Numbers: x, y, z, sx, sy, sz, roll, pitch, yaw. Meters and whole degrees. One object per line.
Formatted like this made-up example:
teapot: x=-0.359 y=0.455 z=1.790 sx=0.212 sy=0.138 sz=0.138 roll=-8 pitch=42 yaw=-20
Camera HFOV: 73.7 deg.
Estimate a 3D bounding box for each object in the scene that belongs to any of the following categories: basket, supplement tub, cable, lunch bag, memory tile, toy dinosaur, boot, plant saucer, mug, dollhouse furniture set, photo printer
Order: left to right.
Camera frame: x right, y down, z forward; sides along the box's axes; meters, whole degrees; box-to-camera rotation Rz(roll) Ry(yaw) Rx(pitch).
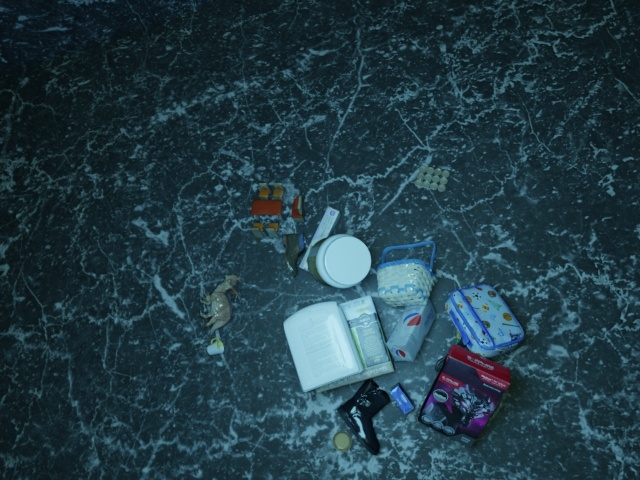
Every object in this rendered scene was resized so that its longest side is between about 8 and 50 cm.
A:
mug: x=-0.496 y=0.504 z=2.008 sx=0.064 sy=0.078 sz=0.062 roll=-22 pitch=106 yaw=13
toy dinosaur: x=-0.461 y=0.309 z=2.020 sx=0.200 sy=0.127 sz=0.296 roll=0 pitch=92 yaw=-26
dollhouse furniture set: x=-0.207 y=-0.156 z=2.049 sx=0.259 sy=0.135 sz=0.262 roll=1 pitch=65 yaw=11
boot: x=-0.113 y=0.062 z=2.032 sx=0.106 sy=0.082 sz=0.219 roll=-16 pitch=72 yaw=9
photo printer: x=0.002 y=0.405 z=1.682 sx=0.256 sy=0.107 sz=0.308 roll=-23 pitch=72 yaw=6
supplement tub: x=0.077 y=0.090 z=1.843 sx=0.228 sy=0.316 sz=0.228 roll=1 pitch=87 yaw=-12
plant saucer: x=0.093 y=0.858 z=1.828 sx=0.083 sy=0.015 sz=0.083 roll=-3 pitch=75 yaw=10
boot: x=0.218 y=0.734 z=1.794 sx=0.207 sy=0.094 sz=0.246 roll=-43 pitch=67 yaw=2
basket: x=0.368 y=0.139 z=1.856 sx=0.254 sy=0.201 sz=0.289 roll=-11 pitch=54 yaw=38
memory tile: x=0.533 y=-0.296 z=2.043 sx=0.148 sy=0.012 sz=0.113 roll=14 pitch=79 yaw=14
cable: x=0.604 y=0.461 z=1.831 sx=0.139 sy=0.072 sz=0.287 roll=30 pitch=96 yaw=-4
lunch bag: x=0.660 y=0.329 z=1.738 sx=0.243 sy=0.115 sz=0.303 roll=-7 pitch=49 yaw=-19

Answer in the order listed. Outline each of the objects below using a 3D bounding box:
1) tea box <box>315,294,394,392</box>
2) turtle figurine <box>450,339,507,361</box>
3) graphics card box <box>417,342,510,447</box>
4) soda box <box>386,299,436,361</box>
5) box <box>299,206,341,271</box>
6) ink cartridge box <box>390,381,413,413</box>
tea box: x=0.113 y=0.440 z=1.823 sx=0.329 sy=0.220 sz=0.324 roll=-17 pitch=73 yaw=6
turtle figurine: x=0.640 y=0.497 z=1.739 sx=0.234 sy=0.118 sz=0.175 roll=17 pitch=53 yaw=-3
graphics card box: x=0.552 y=0.609 z=1.669 sx=0.232 sy=0.094 sz=0.371 roll=23 pitch=119 yaw=14
soda box: x=0.381 y=0.364 z=1.770 sx=0.091 sy=0.098 sz=0.286 roll=-9 pitch=28 yaw=42
box: x=0.000 y=0.000 z=2.036 sx=0.063 sy=0.067 sz=0.324 roll=23 pitch=82 yaw=15
ink cartridge box: x=0.331 y=0.638 z=1.740 sx=0.046 sy=0.207 sz=0.097 roll=-35 pitch=73 yaw=0
